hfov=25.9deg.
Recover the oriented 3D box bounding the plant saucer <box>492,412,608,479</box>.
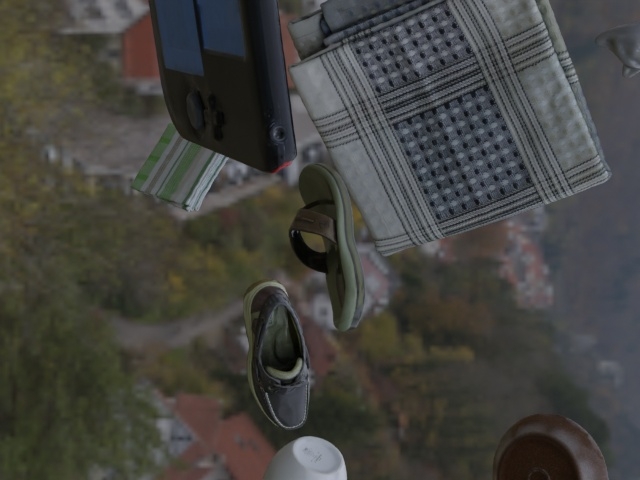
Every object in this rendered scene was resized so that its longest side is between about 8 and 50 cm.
[{"bbox_3d":[0.332,0.357,2.076,0.036,0.198,0.199,3,86,-51],"label":"plant saucer"}]

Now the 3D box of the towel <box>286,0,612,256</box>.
[{"bbox_3d":[0.143,-0.162,1.630,0.324,0.312,0.056,65,24,-15],"label":"towel"}]

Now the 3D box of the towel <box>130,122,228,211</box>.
[{"bbox_3d":[-0.184,-0.099,1.867,0.023,0.152,0.113,40,77,-37],"label":"towel"}]

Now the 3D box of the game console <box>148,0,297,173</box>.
[{"bbox_3d":[-0.117,-0.274,1.370,0.342,0.060,0.387,-146,-134,-68],"label":"game console"}]

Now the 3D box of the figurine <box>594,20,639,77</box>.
[{"bbox_3d":[0.405,-0.316,1.695,0.215,0.209,0.092,52,30,-19],"label":"figurine"}]

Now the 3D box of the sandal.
[{"bbox_3d":[0.000,0.000,2.059,0.120,0.086,0.303,100,-17,-46],"label":"sandal"}]

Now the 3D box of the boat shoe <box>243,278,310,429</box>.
[{"bbox_3d":[-0.054,0.161,1.832,0.073,0.080,0.224,-127,-154,-62],"label":"boat shoe"}]

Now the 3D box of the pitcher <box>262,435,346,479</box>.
[{"bbox_3d":[-0.047,0.413,2.114,0.178,0.125,0.207,-45,161,-58],"label":"pitcher"}]
